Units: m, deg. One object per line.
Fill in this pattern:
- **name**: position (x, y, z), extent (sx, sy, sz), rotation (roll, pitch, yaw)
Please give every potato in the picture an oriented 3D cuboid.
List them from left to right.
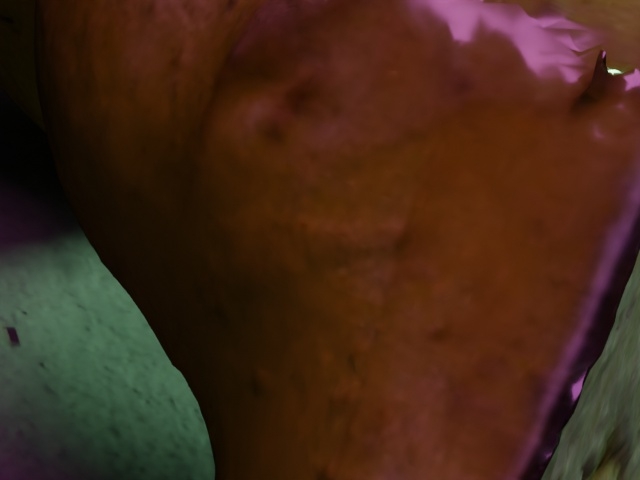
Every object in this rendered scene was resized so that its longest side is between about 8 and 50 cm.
- **potato**: position (0.000, 0.000, 0.616), extent (0.296, 0.397, 0.290), rotation (24, -5, 20)

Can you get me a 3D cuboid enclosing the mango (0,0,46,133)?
- **mango**: position (-0.106, -0.169, 0.765), extent (0.142, 0.331, 0.195), rotation (4, 48, 25)
